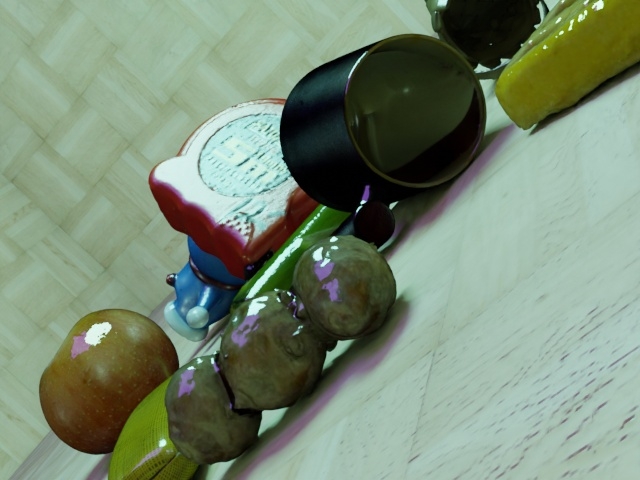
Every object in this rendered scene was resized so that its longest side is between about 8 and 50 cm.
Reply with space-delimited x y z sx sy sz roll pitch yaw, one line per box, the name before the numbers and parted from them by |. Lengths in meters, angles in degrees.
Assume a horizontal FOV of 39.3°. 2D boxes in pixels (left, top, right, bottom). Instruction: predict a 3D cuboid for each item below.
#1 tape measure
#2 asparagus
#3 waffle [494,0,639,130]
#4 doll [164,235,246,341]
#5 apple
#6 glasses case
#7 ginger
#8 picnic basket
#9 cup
tape measure | -0.077 -0.069 1.188 0.260 0.253 0.114 -43 -35 -20
asparagus | -0.001 -0.002 1.004 0.277 0.060 0.067 -49 -3 -31
waffle | 0.257 -0.210 0.681 0.248 0.055 0.221 -50 8 -25
doll | -0.138 0.033 1.349 0.215 0.161 0.256 -84 20 -58
apple | -0.290 0.186 1.219 0.201 0.162 0.201 -44 9 9
glasses case | -0.134 0.169 0.786 0.079 0.064 0.234 -44 7 5
ginger | -0.032 0.078 0.644 0.204 0.080 0.104 -43 13 11
picnic basket | 0.197 -0.254 1.044 0.128 0.138 0.178 -38 47 16
cup | 0.065 -0.078 0.884 0.166 0.239 0.177 -4 0 -18
